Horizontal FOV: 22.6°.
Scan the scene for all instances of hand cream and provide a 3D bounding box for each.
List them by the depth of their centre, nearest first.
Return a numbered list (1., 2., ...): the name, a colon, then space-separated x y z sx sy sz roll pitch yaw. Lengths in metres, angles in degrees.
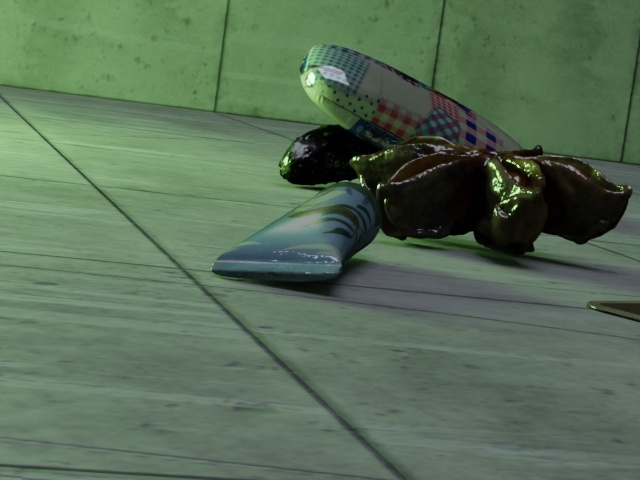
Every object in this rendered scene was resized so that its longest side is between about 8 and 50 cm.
1. hand cream: 0.000 0.000 1.142 0.088 0.055 0.256 5 12 13

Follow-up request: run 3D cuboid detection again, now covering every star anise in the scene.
1. star anise: 0.145 -0.034 1.410 0.214 0.099 0.220 -10 18 -23

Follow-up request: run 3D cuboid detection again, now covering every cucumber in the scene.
1. cucumber: 0.040 -0.105 1.935 0.072 0.081 0.303 10 6 29

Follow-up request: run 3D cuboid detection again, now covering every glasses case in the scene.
1. glasses case: 0.120 -0.135 1.910 0.327 0.076 0.125 27 28 -16

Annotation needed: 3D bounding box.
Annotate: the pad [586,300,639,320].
1. pad: 0.328 0.068 1.098 0.176 0.002 0.266 2 8 -42
